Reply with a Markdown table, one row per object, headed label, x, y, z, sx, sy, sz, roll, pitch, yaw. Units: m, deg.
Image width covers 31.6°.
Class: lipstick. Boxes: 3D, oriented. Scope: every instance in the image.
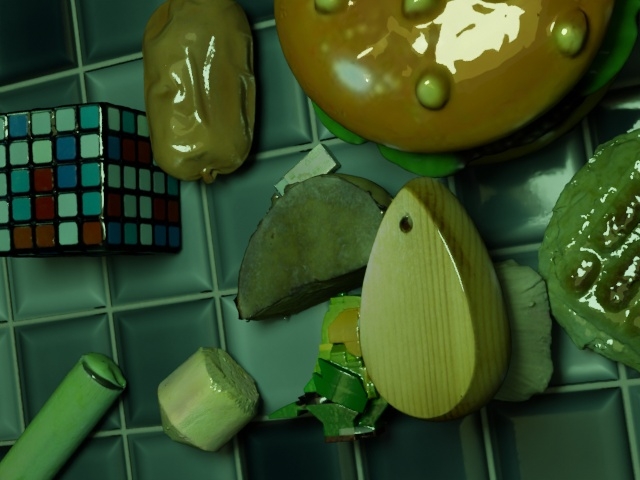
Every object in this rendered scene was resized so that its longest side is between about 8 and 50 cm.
| label | x | y | z | sx | sy | sz | roll | pitch | yaw |
| --- | --- | --- | --- | --- | --- | --- | --- | --- | --- |
| lipstick | -0.373 | 0.281 | 1.535 | 0.076 | 0.076 | 0.304 | 43 | 106 | 18 |

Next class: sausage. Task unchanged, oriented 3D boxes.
| label | x | y | z | sx | sy | sz | roll | pitch | yaw |
| --- | --- | --- | --- | --- | --- | --- | --- | --- | --- |
| sausage | -0.153 | -0.191 | 1.421 | 0.136 | 0.120 | 0.241 | -1 | 89 | 30 |

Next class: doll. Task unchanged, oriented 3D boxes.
| label | x | y | z | sx | sy | sz | roll | pitch | yaw |
| --- | --- | --- | --- | --- | --- | --- | --- | --- | --- |
| doll | 0.033 | 0.152 | 1.346 | 0.134 | 0.106 | 0.186 | 23 | 98 | 21 |

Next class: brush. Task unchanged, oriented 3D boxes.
| label | x | y | z | sx | sy | sz | roll | pitch | yaw |
| --- | --- | --- | --- | --- | --- | --- | --- | --- | --- |
| brush | 0.151 | 0.059 | 1.238 | 0.174 | 0.166 | 0.267 | 2 | 99 | 44 |

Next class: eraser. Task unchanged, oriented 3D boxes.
| label | x | y | z | sx | sy | sz | roll | pitch | yaw |
| --- | --- | --- | --- | --- | --- | --- | --- | --- | --- |
| eraser | -0.017 | -0.081 | 1.417 | 0.083 | 0.019 | 0.038 | -41 | 76 | 18 |

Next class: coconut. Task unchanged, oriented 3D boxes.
| label | x | y | z | sx | sy | sz | roll | pitch | yaw |
| --- | --- | --- | --- | --- | --- | --- | --- | --- | --- |
| coconut | -0.148 | 0.206 | 1.419 | 0.122 | 0.116 | 0.116 | -41 | 75 | 12 |

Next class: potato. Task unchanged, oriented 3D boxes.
| label | x | y | z | sx | sy | sz | roll | pitch | yaw |
| --- | --- | --- | --- | --- | --- | --- | --- | --- | --- |
| potato | 0.000 | 0.000 | 1.369 | 0.243 | 0.098 | 0.138 | -25 | 74 | 30 |

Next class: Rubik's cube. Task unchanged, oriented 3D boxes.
| label | x | y | z | sx | sy | sz | roll | pitch | yaw |
| --- | --- | --- | --- | --- | --- | --- | --- | --- | --- |
| Rubik's cube | -0.301 | -0.071 | 1.449 | 0.182 | 0.184 | 0.187 | -2 | 90 | 22 |

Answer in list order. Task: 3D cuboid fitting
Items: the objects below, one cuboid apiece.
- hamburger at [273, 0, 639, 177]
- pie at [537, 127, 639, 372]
| label | x | y | z | sx | sy | sz | roll | pitch | yaw |
| --- | --- | --- | --- | --- | --- | --- | --- | --- | --- |
| hamburger | 0.134 | -0.267 | 1.218 | 0.395 | 0.277 | 0.396 | -1 | 88 | 22 |
| pie | 0.386 | 0.009 | 1.221 | 0.306 | 0.071 | 0.306 | -1 | 88 | 22 |
